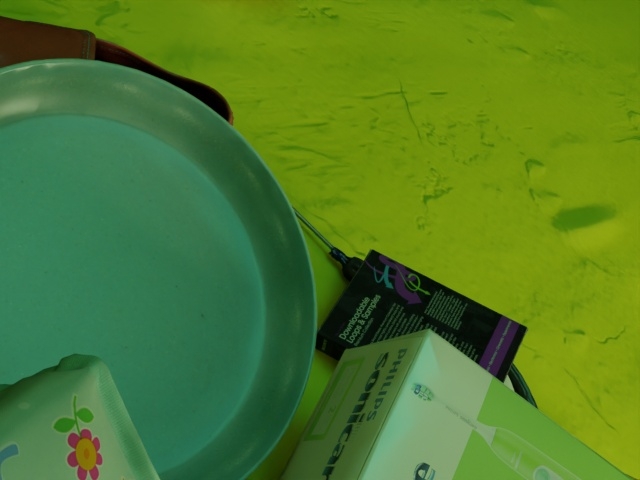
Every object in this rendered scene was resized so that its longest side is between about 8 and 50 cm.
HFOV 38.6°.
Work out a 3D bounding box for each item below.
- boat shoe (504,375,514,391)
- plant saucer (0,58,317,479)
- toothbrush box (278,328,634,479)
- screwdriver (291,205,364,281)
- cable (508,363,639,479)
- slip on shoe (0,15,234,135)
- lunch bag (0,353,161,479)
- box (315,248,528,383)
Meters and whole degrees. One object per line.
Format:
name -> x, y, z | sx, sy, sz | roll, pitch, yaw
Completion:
boat shoe -> 0.147, 0.207, 0.801 | 0.081, 0.079, 0.228 | -6, 61, -25
plant saucer -> -0.143, 0.030, 0.620 | 0.317, 0.043, 0.318 | 14, 66, -33
toothbrush box -> 0.108, 0.228, 0.635 | 0.283, 0.122, 0.206 | 37, 63, -17
screwdriver -> 0.000, 0.000, 0.880 | 0.170, 0.025, 0.024 | 40, 37, 3
cable -> 0.229, 0.232, 0.892 | 0.287, 0.072, 0.139 | 38, 53, 6
slip on shoe -> -0.213, -0.125, 0.700 | 0.331, 0.101, 0.123 | 20, 47, -31
lunch bag -> -0.149, 0.220, 0.410 | 0.223, 0.160, 0.262 | -40, 109, -57
box -> 0.089, 0.085, 0.810 | 0.162, 0.029, 0.116 | 28, 49, 10
